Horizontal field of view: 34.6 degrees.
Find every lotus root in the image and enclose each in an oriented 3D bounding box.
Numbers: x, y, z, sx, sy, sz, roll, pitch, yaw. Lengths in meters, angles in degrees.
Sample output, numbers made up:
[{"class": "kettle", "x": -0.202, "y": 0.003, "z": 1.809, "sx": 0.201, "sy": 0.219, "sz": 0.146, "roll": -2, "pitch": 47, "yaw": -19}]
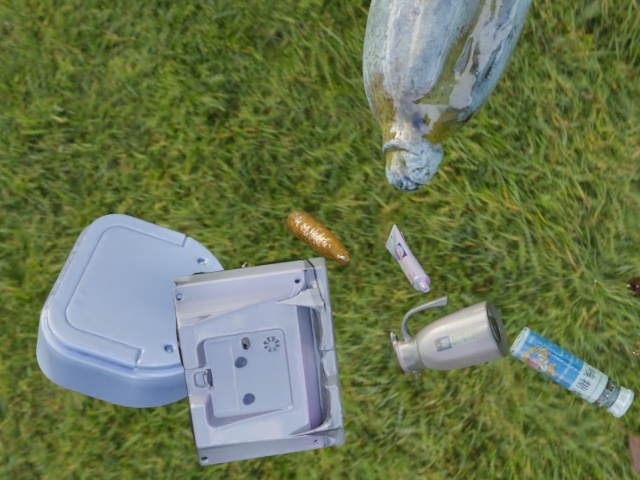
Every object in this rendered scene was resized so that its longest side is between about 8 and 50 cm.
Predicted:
[{"class": "lotus root", "x": 0.119, "y": -0.208, "z": 1.053, "sx": 0.140, "sy": 0.158, "sz": 0.322, "roll": 23, "pitch": 95, "yaw": 55}]

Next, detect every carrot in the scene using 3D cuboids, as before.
[{"class": "carrot", "x": 0.000, "y": 0.000, "z": 1.661, "sx": 0.047, "sy": 0.047, "sz": 0.191, "roll": -58, "pitch": 37, "yaw": 6}]

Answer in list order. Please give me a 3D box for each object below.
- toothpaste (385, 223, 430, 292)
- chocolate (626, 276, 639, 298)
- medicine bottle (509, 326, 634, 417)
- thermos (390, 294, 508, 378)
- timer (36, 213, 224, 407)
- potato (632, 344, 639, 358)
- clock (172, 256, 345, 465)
[{"class": "toothpaste", "x": 0.137, "y": 0.033, "z": 1.625, "sx": 0.028, "sy": 0.170, "sz": 0.045, "roll": 6, "pitch": 118, "yaw": -21}, {"class": "chocolate", "x": 0.521, "y": 0.070, "z": 1.431, "sx": 0.177, "sy": 0.224, "sz": 0.206, "roll": 25, "pitch": 57, "yaw": -4}, {"class": "medicine bottle", "x": 0.379, "y": 0.199, "z": 1.555, "sx": 0.191, "sy": 0.051, "sz": 0.051, "roll": 30, "pitch": 96, "yaw": 3}, {"class": "thermos", "x": 0.222, "y": 0.169, "z": 1.843, "sx": 0.193, "sy": 0.105, "sz": 0.137, "roll": -19, "pitch": 100, "yaw": 22}, {"class": "timer", "x": -0.334, "y": 0.153, "z": 1.995, "sx": 0.395, "sy": 0.395, "sz": 0.173, "roll": 36, "pitch": 135, "yaw": 13}, {"class": "potato", "x": 0.645, "y": 0.144, "z": 1.664, "sx": 0.300, "sy": 0.140, "sz": 0.172, "roll": -32, "pitch": 40, "yaw": 47}, {"class": "clock", "x": -0.070, "y": 0.151, "z": 1.233, "sx": 0.187, "sy": 0.083, "sz": 0.253, "roll": -8, "pitch": 108, "yaw": -4}]
